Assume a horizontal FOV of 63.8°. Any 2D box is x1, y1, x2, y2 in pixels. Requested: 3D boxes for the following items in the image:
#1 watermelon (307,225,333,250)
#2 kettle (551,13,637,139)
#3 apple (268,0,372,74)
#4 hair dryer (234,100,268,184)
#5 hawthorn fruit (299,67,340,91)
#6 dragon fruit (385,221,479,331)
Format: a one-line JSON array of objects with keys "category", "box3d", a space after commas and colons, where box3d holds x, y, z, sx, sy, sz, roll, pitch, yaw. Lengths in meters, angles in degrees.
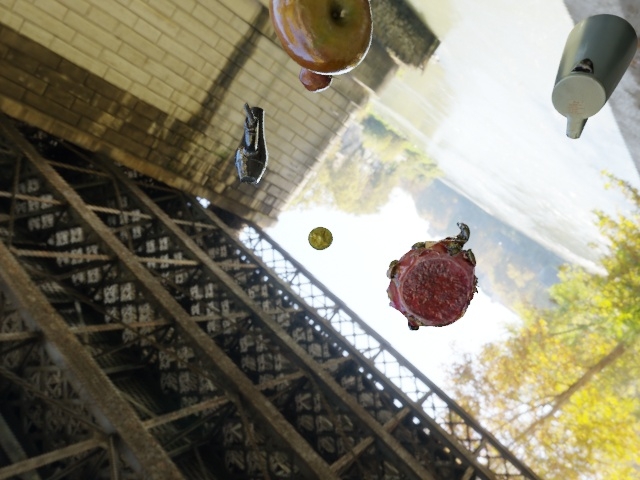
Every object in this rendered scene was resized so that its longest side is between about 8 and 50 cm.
[{"category": "watermelon", "box3d": [0.000, 0.000, 2.073, 0.105, 0.105, 0.062, 40, 157, 19]}, {"category": "kettle", "box3d": [0.630, -0.376, 1.219, 0.159, 0.243, 0.211, 19, 146, 26]}, {"category": "apple", "box3d": [-0.003, -0.465, 1.082, 0.173, 0.210, 0.235, 16, 130, 54]}, {"category": "hair dryer", "box3d": [-0.176, -0.300, 1.368, 0.091, 0.236, 0.272, 6, 161, -8]}, {"category": "hawthorn fruit", "box3d": [-0.008, -0.589, 1.816, 0.140, 0.125, 0.125, -10, -161, -2]}, {"category": "dragon fruit", "box3d": [0.254, 0.088, 1.169, 0.210, 0.283, 0.147, 29, -167, 16]}]
